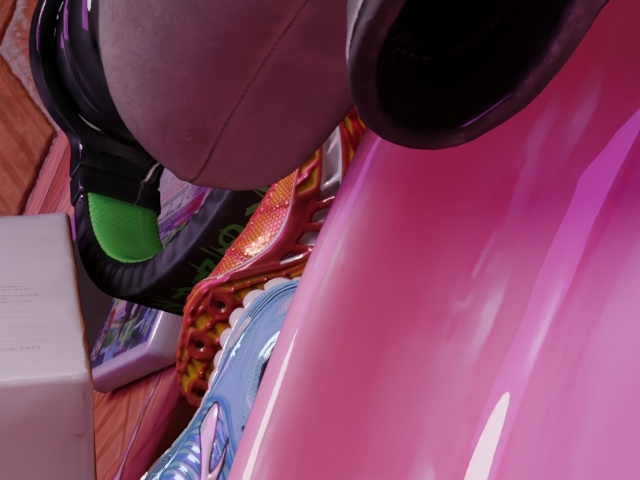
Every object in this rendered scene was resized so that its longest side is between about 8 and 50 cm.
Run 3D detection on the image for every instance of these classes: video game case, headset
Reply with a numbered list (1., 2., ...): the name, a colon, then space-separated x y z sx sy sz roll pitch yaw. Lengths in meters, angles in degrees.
1. video game case: -0.091 0.001 1.167 0.183 0.023 0.201 -70 14 -15
2. headset: -0.036 -0.138 1.016 0.243 0.185 0.394 -42 41 43

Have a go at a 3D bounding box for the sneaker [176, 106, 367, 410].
1. sneaker: 0.000 0.000 0.745 0.175 0.064 0.067 -57 -5 17

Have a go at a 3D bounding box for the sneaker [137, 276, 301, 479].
1. sneaker: -0.027 0.085 0.661 0.162 0.063 0.073 -69 16 -12

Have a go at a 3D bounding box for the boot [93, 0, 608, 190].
1. boot: 0.010 -0.071 0.381 0.161 0.083 0.246 -91 25 -49

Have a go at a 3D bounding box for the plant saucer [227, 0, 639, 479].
1. plant saucer: 0.069 0.021 0.332 0.332 0.084 0.332 -61 13 24

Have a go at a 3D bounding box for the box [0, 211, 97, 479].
1. box: -0.184 0.123 0.834 0.345 0.168 0.215 -129 36 -75

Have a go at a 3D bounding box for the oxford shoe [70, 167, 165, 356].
1. oxford shoe: -0.142 -0.002 1.328 0.212 0.076 0.076 -66 -18 14
